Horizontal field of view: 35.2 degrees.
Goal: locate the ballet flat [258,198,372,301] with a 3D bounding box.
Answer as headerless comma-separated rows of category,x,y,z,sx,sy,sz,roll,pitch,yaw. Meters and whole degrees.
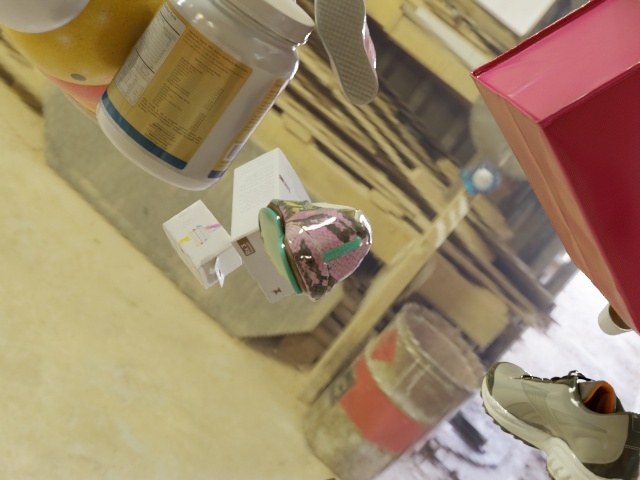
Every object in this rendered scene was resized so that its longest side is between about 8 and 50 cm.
ballet flat,0.000,0.000,0.785,0.221,0.079,0.076,-149,-141,-81

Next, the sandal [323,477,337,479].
sandal,-0.005,0.244,0.892,0.180,0.072,0.049,93,-17,-81

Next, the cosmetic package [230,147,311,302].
cosmetic package,-0.065,-0.027,1.439,0.117,0.086,0.231,58,11,-28

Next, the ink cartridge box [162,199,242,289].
ink cartridge box,-0.219,0.015,1.924,0.143,0.090,0.092,49,-14,24

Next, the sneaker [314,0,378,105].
sneaker,0.025,-0.206,1.011,0.070,0.051,0.134,-92,168,-70

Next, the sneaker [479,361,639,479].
sneaker,0.263,0.182,1.076,0.100,0.108,0.271,15,9,-21

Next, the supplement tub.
supplement tub,-0.112,-0.165,0.989,0.144,0.199,0.144,34,17,-12

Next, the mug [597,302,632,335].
mug,0.491,0.124,1.648,0.062,0.078,0.064,64,-18,15

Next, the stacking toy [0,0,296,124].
stacking toy,-0.243,-0.269,1.085,0.351,0.350,0.480,39,15,4

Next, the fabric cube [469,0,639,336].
fabric cube,0.344,-0.106,1.037,0.258,0.254,0.259,57,6,-20
